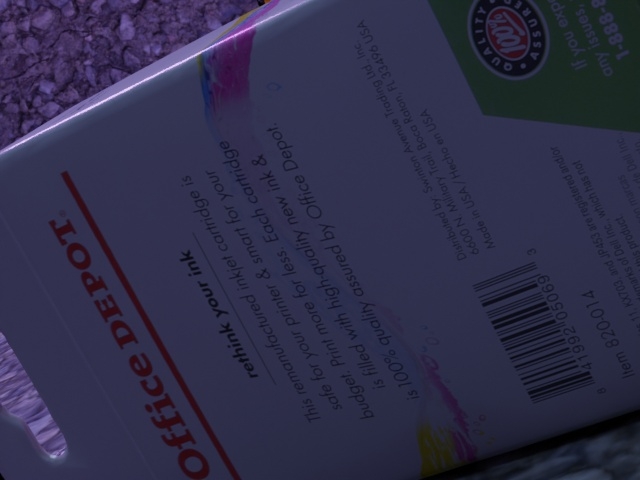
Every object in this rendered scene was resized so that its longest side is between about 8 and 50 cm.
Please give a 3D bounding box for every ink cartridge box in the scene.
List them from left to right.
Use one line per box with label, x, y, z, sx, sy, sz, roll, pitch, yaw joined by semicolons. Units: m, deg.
ink cartridge box;0.000;0.000;0.618;0.354;0.207;0.119;-22;13;23

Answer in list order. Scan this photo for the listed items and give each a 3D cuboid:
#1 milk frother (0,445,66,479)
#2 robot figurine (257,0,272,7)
milk frother;-0.205;0.105;0.810;0.143;0.134;0.129;-32;42;-9
robot figurine;0.077;-0.177;1.201;0.291;0.211;0.085;-9;-16;3
